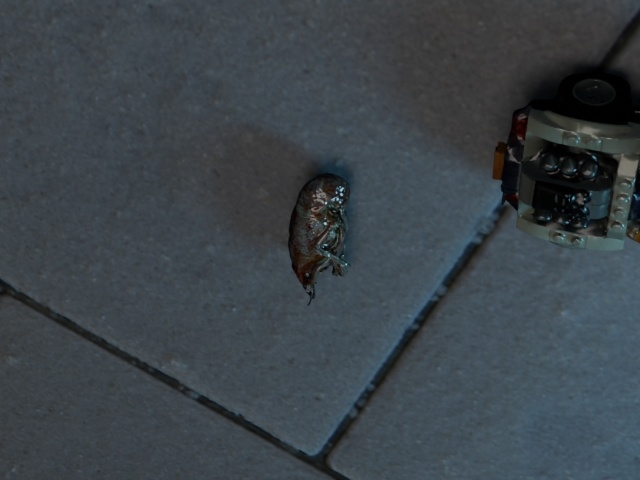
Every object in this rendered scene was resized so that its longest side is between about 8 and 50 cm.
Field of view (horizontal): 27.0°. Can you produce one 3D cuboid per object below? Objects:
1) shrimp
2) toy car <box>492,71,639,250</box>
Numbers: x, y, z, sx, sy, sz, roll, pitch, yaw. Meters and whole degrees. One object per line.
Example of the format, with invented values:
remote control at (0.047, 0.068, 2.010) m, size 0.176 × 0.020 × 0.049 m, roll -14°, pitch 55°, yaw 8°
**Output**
shrimp at (-0.001, 0.001, 1.528) m, size 0.073 × 0.075 × 0.190 m, roll 4°, pitch 124°, yaw -4°
toy car at (0.320, -0.052, 1.318) m, size 0.301 × 0.118 × 0.193 m, roll 11°, pitch 136°, yaw 11°
